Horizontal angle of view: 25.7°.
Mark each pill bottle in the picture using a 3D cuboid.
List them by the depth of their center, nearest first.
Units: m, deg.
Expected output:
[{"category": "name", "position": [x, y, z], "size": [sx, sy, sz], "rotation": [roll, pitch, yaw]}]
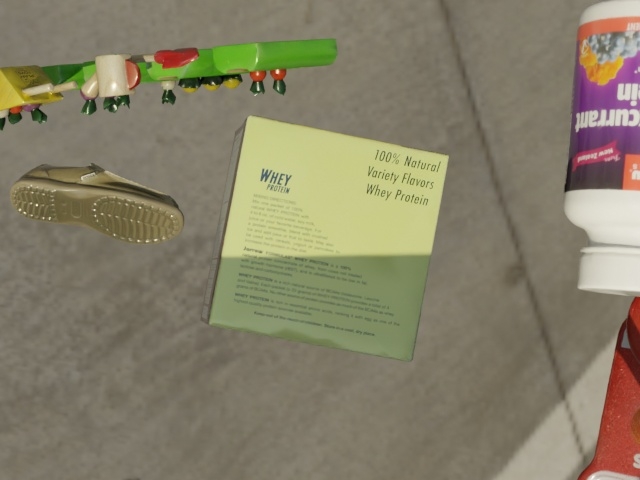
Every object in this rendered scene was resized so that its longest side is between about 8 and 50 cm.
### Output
[{"category": "pill bottle", "position": [0.221, -0.060, 0.951], "size": [0.108, 0.108, 0.193], "rotation": [9, 84, -49]}]

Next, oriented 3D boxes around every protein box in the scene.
[{"category": "protein box", "position": [0.000, 0.000, 1.374], "size": [0.200, 0.136, 0.201], "rotation": [11, 87, -8]}]

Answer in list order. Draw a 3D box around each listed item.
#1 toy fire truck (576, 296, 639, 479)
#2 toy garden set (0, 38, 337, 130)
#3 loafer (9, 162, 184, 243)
[{"category": "toy fire truck", "position": [0.377, 0.170, 1.184], "size": [0.169, 0.302, 0.253], "rotation": [23, 78, -59]}, {"category": "toy garden set", "position": [-0.142, -0.122, 1.109], "size": [0.204, 0.244, 0.049], "rotation": [-14, 101, -54]}, {"category": "loafer", "position": [-0.186, -0.038, 1.191], "size": [0.050, 0.148, 0.056], "rotation": [-82, -173, -46]}]
